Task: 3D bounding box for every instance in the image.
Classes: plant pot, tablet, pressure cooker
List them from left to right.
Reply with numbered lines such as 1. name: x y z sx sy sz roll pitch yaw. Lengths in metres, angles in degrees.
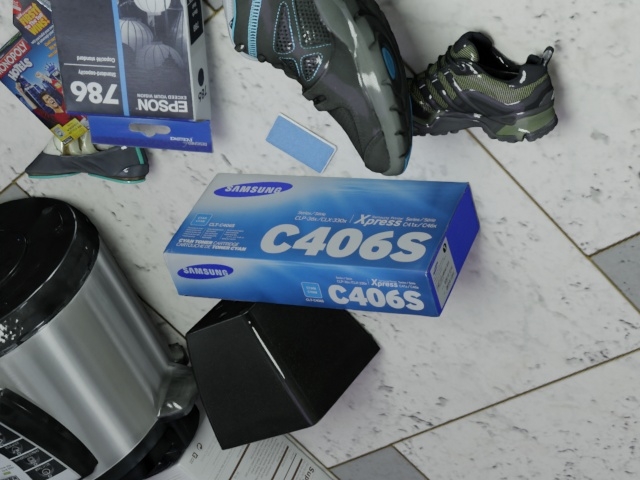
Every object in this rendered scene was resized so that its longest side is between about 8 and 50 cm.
1. pressure cooker: -0.388 0.196 1.864 0.370 0.375 0.420 28 150 52
2. plant pot: -0.067 0.147 1.782 0.188 0.187 0.167 -20 107 41
3. tablet: -0.024 -0.118 1.621 0.083 0.006 0.054 32 138 -1

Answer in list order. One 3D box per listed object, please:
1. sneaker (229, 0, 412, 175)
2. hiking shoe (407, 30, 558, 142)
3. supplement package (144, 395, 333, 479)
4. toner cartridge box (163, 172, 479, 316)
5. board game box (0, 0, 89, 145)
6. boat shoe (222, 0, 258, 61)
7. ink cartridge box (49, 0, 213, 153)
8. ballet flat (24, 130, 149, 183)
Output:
1. sneaker: -0.009 -0.208 1.345 0.140 0.125 0.340 -20 113 16
2. hiking shoe: 0.145 -0.175 1.435 0.227 0.086 0.114 6 117 19
3. supplement package: -0.128 0.394 2.042 0.293 0.175 0.177 45 134 -16
4. toner cartridge box: 0.000 0.000 1.605 0.348 0.165 0.075 3 130 26
5. board game box: -0.316 -0.235 1.629 0.194 0.060 0.194 -26 114 42
6. boat shoe: -0.079 -0.336 1.374 0.109 0.094 0.302 -9 121 -18
7. ink cartridge box: -0.217 -0.239 1.507 0.165 0.065 0.332 4 122 13
8. ballet flat: -0.308 -0.114 1.744 0.203 0.074 0.074 5 132 33
